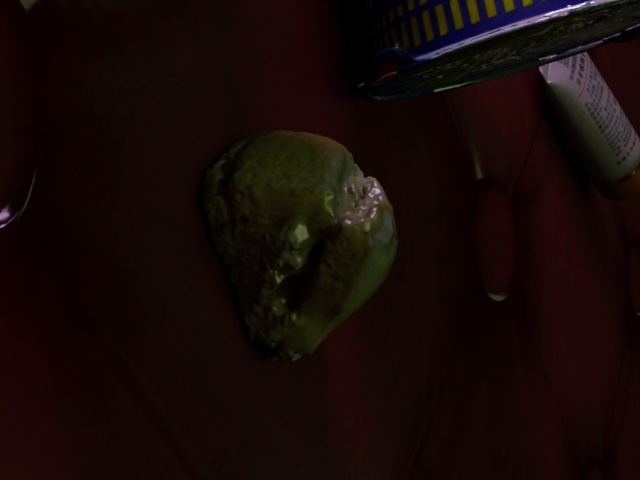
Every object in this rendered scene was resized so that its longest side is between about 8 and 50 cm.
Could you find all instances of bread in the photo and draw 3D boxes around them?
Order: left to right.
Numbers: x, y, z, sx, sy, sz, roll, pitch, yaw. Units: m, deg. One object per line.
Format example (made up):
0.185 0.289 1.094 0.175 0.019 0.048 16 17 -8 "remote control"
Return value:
0.004 0.004 0.564 0.156 0.110 0.103 66 31 -28 "bread"

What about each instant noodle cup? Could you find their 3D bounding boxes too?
0.129 -0.299 0.690 0.284 0.284 0.313 -16 92 -57 "instant noodle cup"

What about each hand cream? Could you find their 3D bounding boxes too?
0.378 -0.178 1.205 0.314 0.089 0.140 50 44 -36 "hand cream"
